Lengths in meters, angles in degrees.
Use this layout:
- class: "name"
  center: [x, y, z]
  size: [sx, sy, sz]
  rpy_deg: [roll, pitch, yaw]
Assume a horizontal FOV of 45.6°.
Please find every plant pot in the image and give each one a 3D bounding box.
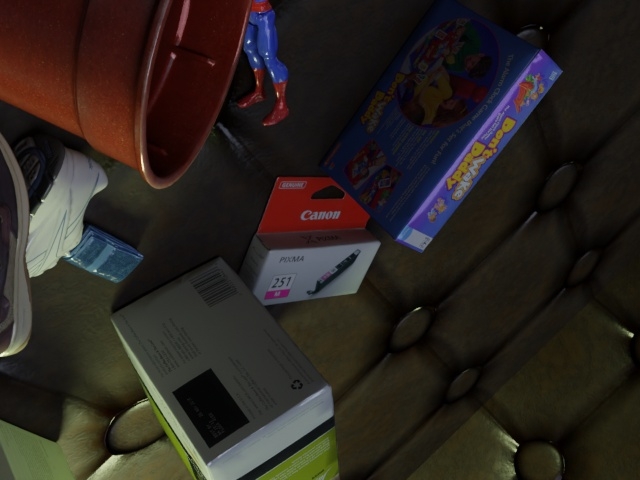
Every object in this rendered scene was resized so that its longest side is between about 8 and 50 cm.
- class: "plant pot"
  center: [-0.228, -0.220, 0.708]
  size: [0.272, 0.265, 0.272]
  rpy_deg: [20, 90, -86]

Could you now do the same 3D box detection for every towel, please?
- class: "towel"
  center: [-0.320, 0.021, 1.118]
  size: [0.067, 0.029, 0.119]
  rpy_deg: [-47, 144, 5]

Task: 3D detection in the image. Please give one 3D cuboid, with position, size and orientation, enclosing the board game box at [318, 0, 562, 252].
- class: "board game box"
  center: [0.177, -0.189, 1.211]
  size: [0.078, 0.233, 0.347]
  rpy_deg: [22, 109, -46]

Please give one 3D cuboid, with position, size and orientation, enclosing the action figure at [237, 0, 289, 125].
- class: "action figure"
  center: [-0.106, -0.270, 0.979]
  size: [0.139, 0.091, 0.280]
  rpy_deg: [-31, 143, -32]

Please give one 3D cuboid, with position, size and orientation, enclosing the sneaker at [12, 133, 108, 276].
- class: "sneaker"
  center: [-0.378, 0.006, 0.988]
  size: [0.297, 0.111, 0.129]
  rpy_deg: [-51, 153, 13]

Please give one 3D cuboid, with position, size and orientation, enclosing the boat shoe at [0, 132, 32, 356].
- class: "boat shoe"
  center: [-0.396, 0.000, 0.863]
  size: [0.092, 0.102, 0.285]
  rpy_deg: [-28, 116, -73]

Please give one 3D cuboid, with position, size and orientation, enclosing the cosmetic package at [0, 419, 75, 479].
- class: "cosmetic package"
  center: [-0.503, 0.406, 1.218]
  size: [0.151, 0.151, 0.184]
  rpy_deg: [-41, 144, -3]

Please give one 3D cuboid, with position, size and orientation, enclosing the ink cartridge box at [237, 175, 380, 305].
- class: "ink cartridge box"
  center: [0.000, 0.000, 1.382]
  size: [0.275, 0.060, 0.239]
  rpy_deg: [-4, 129, -42]

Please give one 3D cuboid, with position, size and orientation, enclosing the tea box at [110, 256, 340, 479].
- class: "tea box"
  center: [-0.151, 0.271, 1.274]
  size: [0.220, 0.329, 0.324]
  rpy_deg: [-29, 143, -21]
